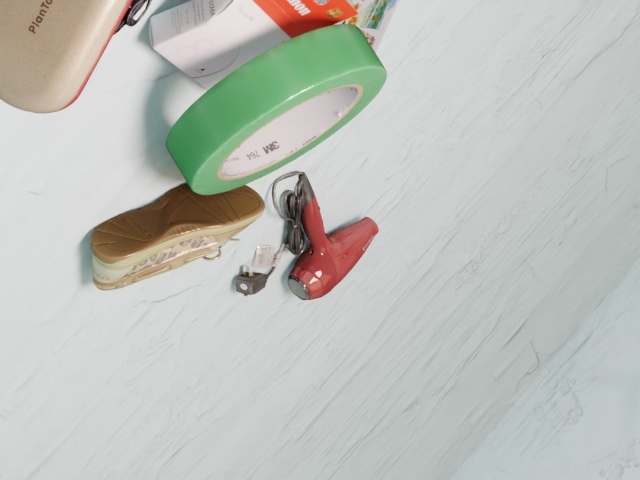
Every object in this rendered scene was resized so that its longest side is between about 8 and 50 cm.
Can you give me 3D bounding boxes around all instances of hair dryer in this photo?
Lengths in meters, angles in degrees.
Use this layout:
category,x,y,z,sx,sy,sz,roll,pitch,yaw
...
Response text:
category,x,y,z,sx,sy,sz,roll,pitch,yaw
hair dryer,0.000,0.000,2.521,0.293,0.080,0.224,-3,123,-53

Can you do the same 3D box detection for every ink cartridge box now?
category,x,y,z,sx,sy,sz,roll,pitch,yaw
ink cartridge box,-0.085,-0.282,2.027,0.232,0.066,0.189,-15,156,21

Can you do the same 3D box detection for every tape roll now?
category,x,y,z,sx,sy,sz,roll,pitch,yaw
tape roll,-0.061,-0.181,2.122,0.321,0.077,0.321,-31,171,-6

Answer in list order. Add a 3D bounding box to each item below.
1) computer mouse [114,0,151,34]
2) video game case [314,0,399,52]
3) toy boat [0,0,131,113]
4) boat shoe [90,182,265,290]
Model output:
category,x,y,z,sx,sy,sz,roll,pitch,yaw
computer mouse,-0.218,-0.382,1.841,0.188,0.072,0.272,-42,166,-24
video game case,0.038,-0.411,2.204,0.300,0.036,0.329,-1,121,-53
toy boat,-0.310,-0.263,1.805,0.231,0.151,0.151,-59,173,10
boat shoe,-0.212,-0.010,2.218,0.285,0.104,0.089,-19,140,-29
